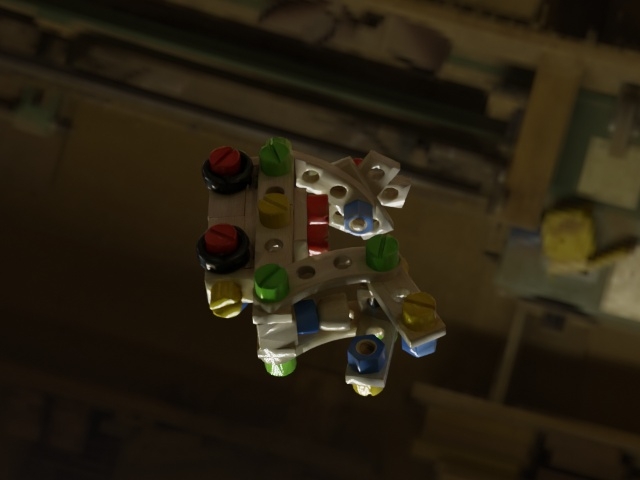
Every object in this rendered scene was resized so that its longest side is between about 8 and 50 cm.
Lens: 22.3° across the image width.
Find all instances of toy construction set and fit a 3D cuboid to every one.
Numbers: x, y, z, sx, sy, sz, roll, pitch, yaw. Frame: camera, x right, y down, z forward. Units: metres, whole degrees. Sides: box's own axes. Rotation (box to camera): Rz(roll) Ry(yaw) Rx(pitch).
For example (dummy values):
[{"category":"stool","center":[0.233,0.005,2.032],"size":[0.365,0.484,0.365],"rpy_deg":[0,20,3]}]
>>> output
[{"category":"toy construction set","center":[0.000,0.000,1.488],"size":[0.215,0.151,0.328],"rpy_deg":[-3,-149,3]}]
